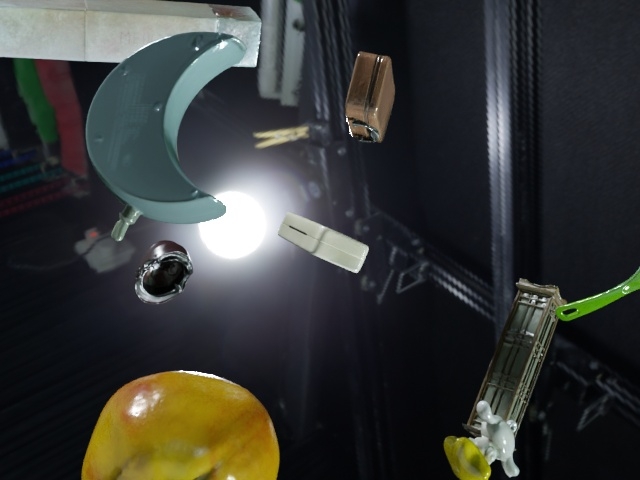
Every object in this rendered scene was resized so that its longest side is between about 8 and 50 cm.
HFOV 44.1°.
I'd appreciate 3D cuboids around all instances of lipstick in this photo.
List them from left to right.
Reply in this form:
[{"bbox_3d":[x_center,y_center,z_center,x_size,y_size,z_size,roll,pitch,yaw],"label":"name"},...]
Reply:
[{"bbox_3d":[-0.275,-0.303,1.137,0.080,0.371,0.076,-120,-146,-52],"label":"lipstick"}]

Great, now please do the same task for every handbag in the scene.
[{"bbox_3d":[0.102,-0.284,1.608,0.072,0.151,0.193,13,-13,9],"label":"handbag"}]

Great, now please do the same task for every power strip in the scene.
[{"bbox_3d":[-0.170,-0.113,0.853,0.054,0.167,0.254,70,24,-64],"label":"power strip"}]

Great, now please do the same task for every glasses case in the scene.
[{"bbox_3d":[0.000,0.000,1.901,0.070,0.131,0.313,-66,-160,0],"label":"glasses case"}]

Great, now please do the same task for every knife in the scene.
[{"bbox_3d":[0.401,0.068,1.089,0.166,0.023,0.078,-31,-66,18],"label":"knife"}]

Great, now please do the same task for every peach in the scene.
[{"bbox_3d":[-0.206,0.334,1.203,0.308,0.288,0.289,-68,139,-78],"label":"peach"}]

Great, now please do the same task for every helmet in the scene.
[{"bbox_3d":[-0.291,0.051,1.453,0.123,0.098,0.070,-49,-142,24],"label":"helmet"}]

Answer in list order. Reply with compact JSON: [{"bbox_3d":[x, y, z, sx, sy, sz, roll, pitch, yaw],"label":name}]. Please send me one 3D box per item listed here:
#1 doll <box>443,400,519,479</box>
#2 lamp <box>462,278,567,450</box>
[{"bbox_3d":[0.235,0.288,1.116,0.071,0.113,0.135,26,-57,60],"label":"doll"},{"bbox_3d":[0.387,0.242,1.560,0.090,0.326,0.089,12,-20,37],"label":"lamp"}]
